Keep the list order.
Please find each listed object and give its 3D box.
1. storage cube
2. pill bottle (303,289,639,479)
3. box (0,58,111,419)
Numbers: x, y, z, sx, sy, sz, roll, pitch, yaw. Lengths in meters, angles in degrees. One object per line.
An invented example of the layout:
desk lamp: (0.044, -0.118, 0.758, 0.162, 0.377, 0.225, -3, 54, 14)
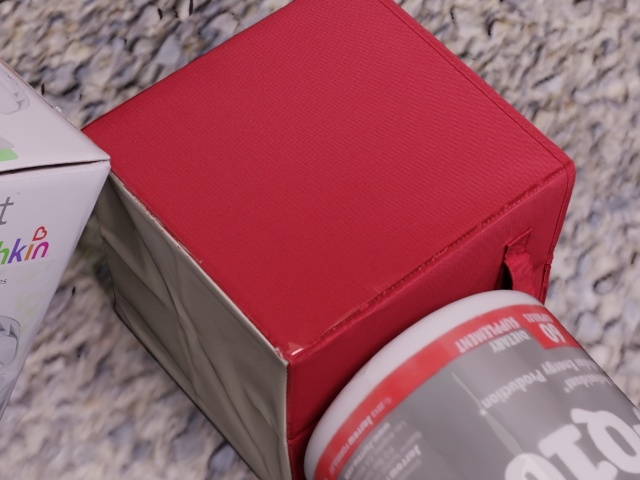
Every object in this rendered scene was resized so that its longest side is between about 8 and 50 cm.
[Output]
storage cube: (0.000, 0.000, 0.856, 0.193, 0.183, 0.215, -35, 62, -21)
pill bottle: (0.132, 0.174, 0.745, 0.161, 0.161, 0.283, -29, 60, -20)
box: (-0.271, -0.020, 0.825, 0.262, 0.231, 0.127, 41, 30, 24)
